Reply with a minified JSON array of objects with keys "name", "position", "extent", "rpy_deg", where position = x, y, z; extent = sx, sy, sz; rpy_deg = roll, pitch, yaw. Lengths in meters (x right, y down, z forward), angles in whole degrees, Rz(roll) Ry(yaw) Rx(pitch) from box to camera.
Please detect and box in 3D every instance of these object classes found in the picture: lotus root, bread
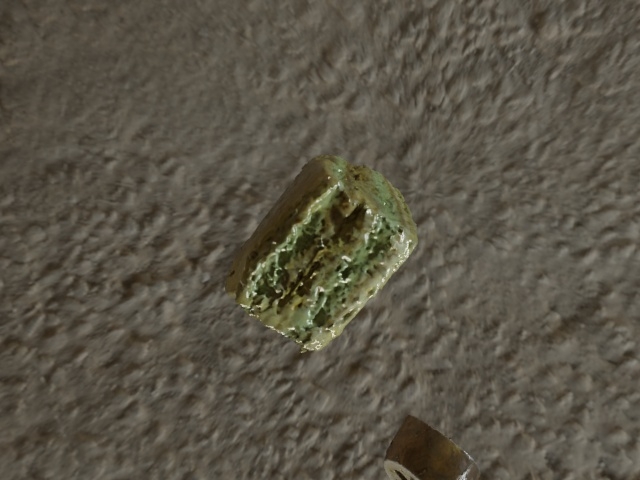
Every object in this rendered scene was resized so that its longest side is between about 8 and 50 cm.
[{"name":"lotus root","position":[0.142,0.293,1.221],"extent":[0.122,0.112,0.081],"rpy_deg":[28,60,37]},{"name":"bread","position":[0.000,0.000,0.786],"extent":[0.102,0.196,0.138],"rpy_deg":[39,104,-8]}]
